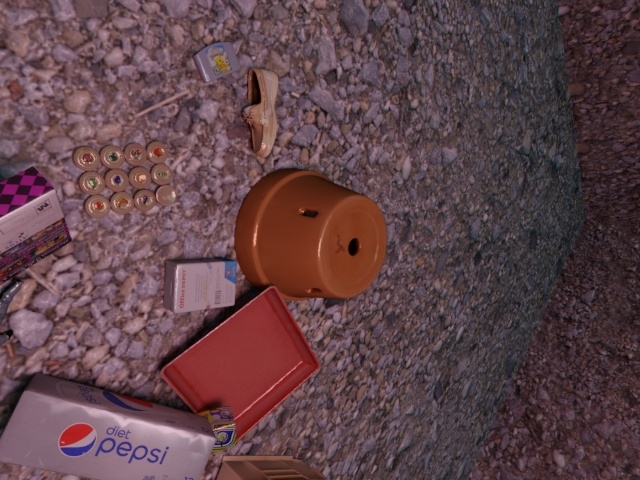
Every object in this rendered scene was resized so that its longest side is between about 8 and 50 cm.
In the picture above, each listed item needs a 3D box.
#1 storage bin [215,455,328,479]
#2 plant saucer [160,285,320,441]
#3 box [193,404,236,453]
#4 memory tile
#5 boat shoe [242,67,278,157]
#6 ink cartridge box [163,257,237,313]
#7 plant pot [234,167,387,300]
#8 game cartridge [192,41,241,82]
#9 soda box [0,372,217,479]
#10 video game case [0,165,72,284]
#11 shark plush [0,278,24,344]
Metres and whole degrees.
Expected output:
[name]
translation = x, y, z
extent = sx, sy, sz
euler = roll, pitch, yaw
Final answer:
[storage bin]
translation = -0.136, 0.632, 0.911
extent = 0.260, 0.123, 0.263
euler = 29, 78, -43
[plant saucer]
translation = -0.152, 0.253, 0.847
extent = 0.259, 0.047, 0.259
euler = -37, 122, -20
[box]
translation = -0.243, 0.361, 0.760
extent = 0.168, 0.059, 0.054
euler = -7, 110, -21
[memory tile]
translation = -0.312, -0.100, 0.674
extent = 0.147, 0.012, 0.114
euler = -17, 110, -41
[boat shoe]
translation = -0.121, -0.247, 0.798
extent = 0.059, 0.062, 0.170
euler = 4, 86, -41
[ink cartridge box]
translation = -0.222, 0.080, 0.768
extent = 0.122, 0.052, 0.089
euler = -1, 98, -45
[plant pot]
translation = 0.000, 0.000, 0.860
extent = 0.290, 0.203, 0.292
euler = -11, 107, -42
[game cartridge]
translation = -0.186, -0.325, 0.748
extent = 0.083, 0.017, 0.056
euler = -39, 119, -32
[soda box]
translation = -0.314, 0.299, 0.637
extent = 0.286, 0.091, 0.098
euler = 26, 79, -23
[video game case]
translation = -0.412, 0.026, 0.475
extent = 0.232, 0.210, 0.042
euler = -42, 95, -29
[shark plush]
translation = -0.461, 0.131, 0.570
extent = 0.067, 0.073, 0.162
euler = 48, 48, -65
